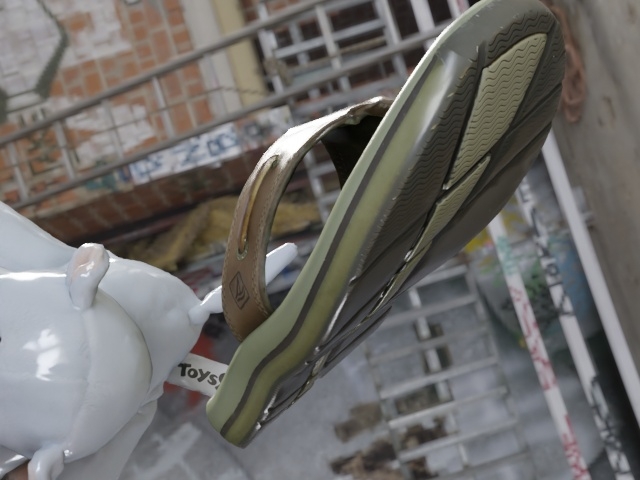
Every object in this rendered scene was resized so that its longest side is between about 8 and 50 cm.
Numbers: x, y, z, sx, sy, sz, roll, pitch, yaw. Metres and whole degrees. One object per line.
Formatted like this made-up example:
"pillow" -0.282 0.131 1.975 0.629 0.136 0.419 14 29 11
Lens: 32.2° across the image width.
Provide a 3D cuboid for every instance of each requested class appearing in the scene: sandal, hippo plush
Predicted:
"sandal" -0.001 0.001 0.495 0.086 0.120 0.303 50 140 11
"hippo plush" -0.179 0.101 0.717 0.236 0.294 0.234 -101 22 -84
